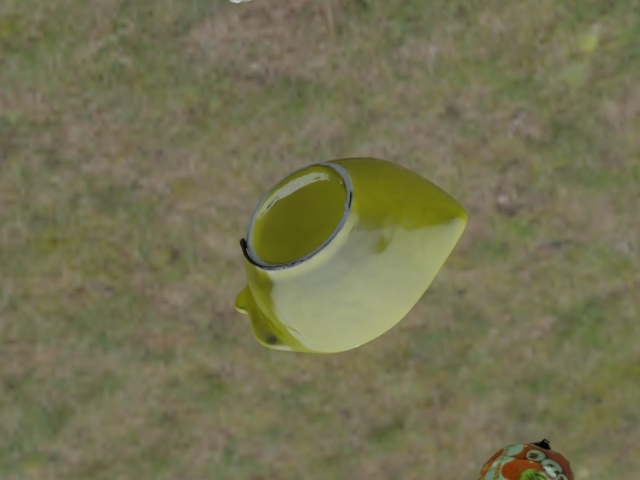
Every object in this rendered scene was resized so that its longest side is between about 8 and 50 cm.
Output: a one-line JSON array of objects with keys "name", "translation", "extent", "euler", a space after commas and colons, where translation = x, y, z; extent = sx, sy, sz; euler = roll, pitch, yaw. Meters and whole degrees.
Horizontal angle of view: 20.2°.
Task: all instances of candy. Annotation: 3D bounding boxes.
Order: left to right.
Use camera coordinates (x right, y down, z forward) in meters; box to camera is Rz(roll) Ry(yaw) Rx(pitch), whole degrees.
[{"name": "candy", "translation": [0.125, 0.256, 1.605], "extent": [0.078, 0.084, 0.287], "euler": [42, 139, -6]}]

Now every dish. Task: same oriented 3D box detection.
[{"name": "dish", "translation": [0.000, 0.000, 1.287], "extent": [0.207, 0.149, 0.080], "euler": [-23, 138, 28]}]

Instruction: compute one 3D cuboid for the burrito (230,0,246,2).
[{"name": "burrito", "translation": [0.035, -0.367, 2.028], "extent": [0.392, 0.117, 0.076], "euler": [-27, 153, -25]}]
